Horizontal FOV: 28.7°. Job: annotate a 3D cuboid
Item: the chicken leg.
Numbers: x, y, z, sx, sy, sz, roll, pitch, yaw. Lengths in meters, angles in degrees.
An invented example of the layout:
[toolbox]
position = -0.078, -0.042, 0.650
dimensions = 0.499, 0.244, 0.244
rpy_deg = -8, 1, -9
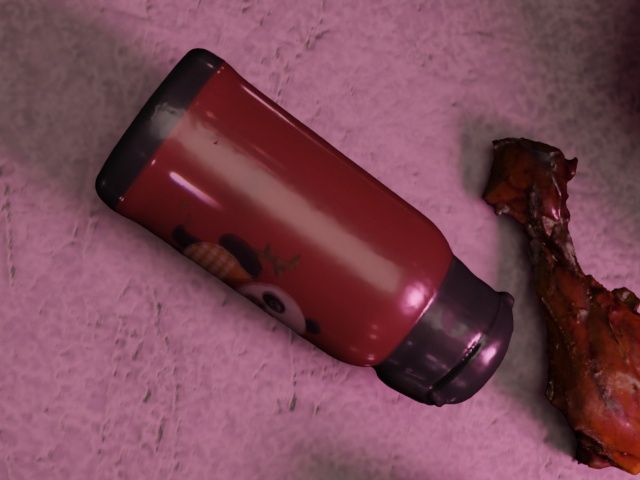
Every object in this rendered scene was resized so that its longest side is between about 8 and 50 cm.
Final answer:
[chicken leg]
position = 0.213, 0.050, 1.044
dimensions = 0.113, 0.093, 0.304
rpy_deg = -23, 83, -2

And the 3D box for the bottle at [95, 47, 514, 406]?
[bottle]
position = 0.000, 0.000, 0.973
dimensions = 0.336, 0.144, 0.144
rpy_deg = 35, 77, -5
